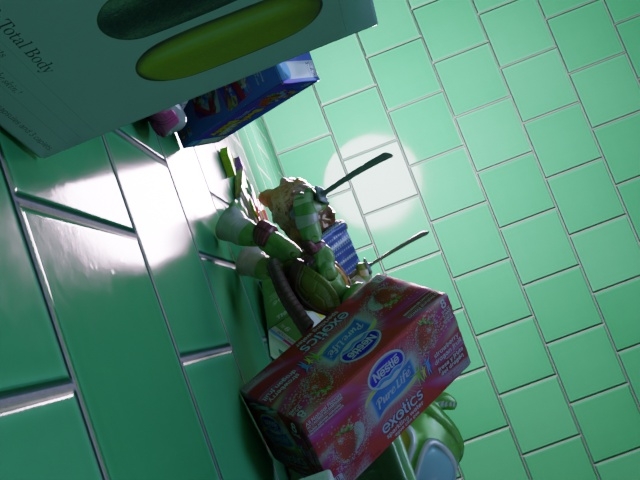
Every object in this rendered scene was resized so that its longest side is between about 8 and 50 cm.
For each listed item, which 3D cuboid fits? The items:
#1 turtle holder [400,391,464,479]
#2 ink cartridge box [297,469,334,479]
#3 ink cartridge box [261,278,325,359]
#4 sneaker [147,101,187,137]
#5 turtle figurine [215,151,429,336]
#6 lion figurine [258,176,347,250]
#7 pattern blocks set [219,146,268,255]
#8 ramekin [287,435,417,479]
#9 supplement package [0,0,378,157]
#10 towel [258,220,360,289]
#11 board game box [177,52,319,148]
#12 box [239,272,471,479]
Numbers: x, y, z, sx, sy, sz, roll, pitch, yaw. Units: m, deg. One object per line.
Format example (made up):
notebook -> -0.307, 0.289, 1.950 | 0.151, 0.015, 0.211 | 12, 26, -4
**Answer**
turtle holder -> 0.136, 0.387, 1.440 | 0.320, 0.243, 0.227 | 93, 21, -50
ink cartridge box -> -0.016, 0.293, 0.701 | 0.143, 0.092, 0.090 | -95, 165, -75
ink cartridge box -> -0.039, 0.127, 1.333 | 0.109, 0.062, 0.209 | 42, 23, -36
sneaker -> -0.189, -0.230, 0.985 | 0.103, 0.111, 0.252 | 66, 4, -46
turtle figurine -> 0.000, 0.000, 1.155 | 0.198, 0.266, 0.275 | 14, 92, -59
lion figurine -> -0.019, 0.066, 1.604 | 0.240, 0.142, 0.392 | 0, 81, -75
pattern blocks set -> -0.141, -0.063, 1.614 | 0.325, 0.026, 0.285 | -106, 175, -54
ramekin -> 0.049, 0.328, 1.139 | 0.303, 0.148, 0.303 | -20, 90, -87
supplement package -> -0.127, -0.218, 0.498 | 0.199, 0.262, 0.198 | 61, 9, -70
towel -> 0.021, 0.160, 1.539 | 0.040, 0.243, 0.336 | 2, -59, 46
board game box -> -0.162, -0.337, 1.111 | 0.078, 0.233, 0.347 | -18, 87, -48
box -> 0.048, 0.167, 0.963 | 0.128, 0.257, 0.123 | 15, -46, 50
